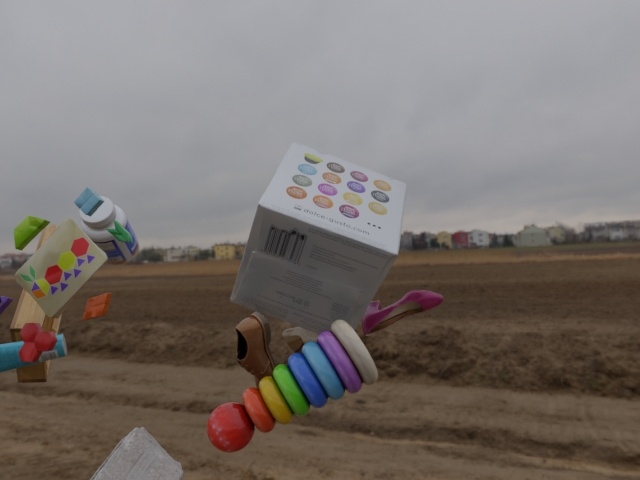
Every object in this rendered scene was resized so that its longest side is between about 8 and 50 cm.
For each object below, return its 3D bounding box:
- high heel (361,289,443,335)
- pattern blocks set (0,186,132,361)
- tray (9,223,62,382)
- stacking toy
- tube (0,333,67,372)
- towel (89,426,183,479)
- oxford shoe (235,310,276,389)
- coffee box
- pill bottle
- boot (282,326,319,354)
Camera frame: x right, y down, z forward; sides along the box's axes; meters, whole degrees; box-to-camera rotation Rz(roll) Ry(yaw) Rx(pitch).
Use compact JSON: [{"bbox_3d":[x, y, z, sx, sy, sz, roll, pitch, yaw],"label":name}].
[{"bbox_3d":[0.239,0.217,1.499,0.244,0.082,0.117,-8,41,17],"label":"high heel"},{"bbox_3d":[-0.539,0.060,1.063,0.325,0.285,0.026,-39,-16,1],"label":"pattern blocks set"},{"bbox_3d":[-0.757,0.158,1.405,0.076,0.202,0.410,3,37,-19],"label":"tray"},{"bbox_3d":[-0.060,0.291,0.971,0.331,0.141,0.141,-31,4,-10],"label":"stacking toy"},{"bbox_3d":[-0.689,0.259,1.153,0.207,0.080,0.052,-10,13,-22],"label":"tube"},{"bbox_3d":[-0.444,0.586,1.203,0.049,0.187,0.282,-37,10,22],"label":"towel"},{"bbox_3d":[-0.143,0.256,1.091,0.076,0.212,0.076,-26,27,-37],"label":"oxford shoe"},{"bbox_3d":[0.000,0.000,1.360,0.338,0.338,0.334,21,38,-1],"label":"coffee box"},{"bbox_3d":[-0.761,-0.037,1.841,0.153,0.152,0.272,-3,-32,-4],"label":"pill bottle"},{"bbox_3d":[0.004,0.371,1.745,0.249,0.090,0.207,-11,-52,49],"label":"boot"}]
